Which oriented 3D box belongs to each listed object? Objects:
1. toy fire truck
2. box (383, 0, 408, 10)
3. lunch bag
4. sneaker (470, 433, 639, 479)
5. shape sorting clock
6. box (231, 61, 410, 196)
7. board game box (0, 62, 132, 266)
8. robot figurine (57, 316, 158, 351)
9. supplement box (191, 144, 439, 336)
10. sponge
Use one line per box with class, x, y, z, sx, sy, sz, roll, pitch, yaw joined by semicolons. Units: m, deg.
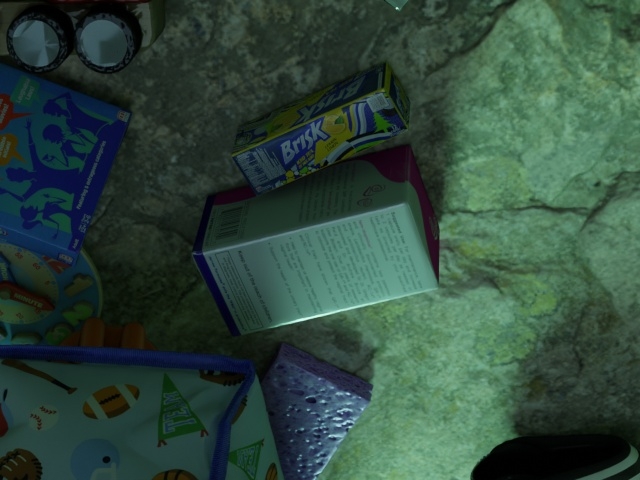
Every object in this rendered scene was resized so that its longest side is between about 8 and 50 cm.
toy fire truck;-0.258;-0.275;1.251;0.217;0.158;0.246;1;112;6
box;0.118;-0.316;1.150;0.056;0.183;0.231;35;121;-17
lunch bag;-0.244;0.273;1.393;0.385;0.239;0.328;6;137;13
sneaker;0.213;0.371;1.636;0.447;0.169;0.257;-39;103;18
shape sorting clock;-0.334;0.047;1.525;0.206;0.040;0.206;3;123;4
box;0.001;-0.108;1.375;0.169;0.059;0.054;-22;120;19
board game box;-0.306;-0.086;1.365;0.210;0.160;0.047;20;158;-8
robot figurine;-0.238;0.179;1.543;0.128;0.158;0.219;45;141;27
supplement box;0.000;0.000;1.416;0.220;0.111;0.114;-15;121;15
sponge;-0.038;0.218;1.613;0.117;0.031;0.210;25;124;-10
